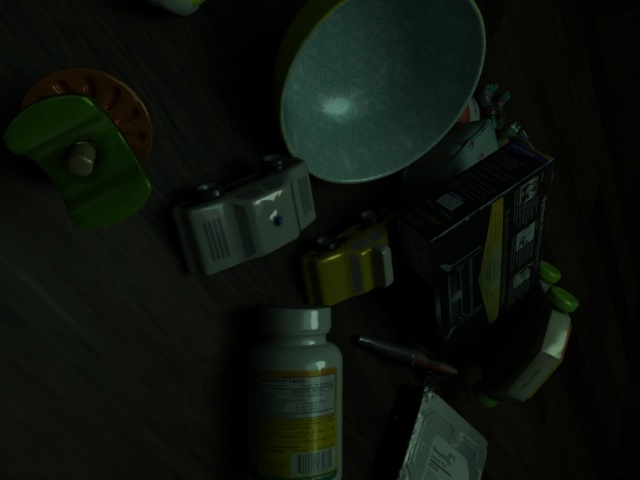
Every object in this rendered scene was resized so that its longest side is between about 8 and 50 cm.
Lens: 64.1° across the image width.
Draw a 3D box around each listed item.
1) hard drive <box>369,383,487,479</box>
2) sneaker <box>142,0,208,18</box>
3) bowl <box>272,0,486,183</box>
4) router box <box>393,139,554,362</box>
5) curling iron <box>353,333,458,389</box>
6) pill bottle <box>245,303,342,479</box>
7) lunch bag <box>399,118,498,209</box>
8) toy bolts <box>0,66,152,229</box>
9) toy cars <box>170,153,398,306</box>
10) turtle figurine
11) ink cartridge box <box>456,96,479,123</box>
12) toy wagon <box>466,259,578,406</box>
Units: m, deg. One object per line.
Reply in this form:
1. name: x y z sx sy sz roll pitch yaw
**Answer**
1. hard drive: 0.172 0.450 0.864 0.237 0.064 0.339 46 54 -28
2. sneaker: -0.083 -0.392 0.562 0.145 0.147 0.384 52 52 -37
3. bowl: 0.053 -0.235 0.683 0.289 0.289 0.156 23 29 -47
4. router box: 0.253 0.027 0.838 0.243 0.081 0.308 -32 135 -16
5. curling iron: 0.150 0.210 0.880 0.274 0.068 0.035 30 28 -40
6. pill bottle: -0.031 0.183 0.616 0.118 0.118 0.208 3 86 -50
7. lunch bag: 0.258 -0.089 0.983 0.279 0.108 0.224 -44 127 -39
8. toy bolts: -0.264 -0.113 0.381 0.218 0.158 0.228 -26 126 -5
9. toy cars: 0.000 0.000 0.661 0.394 0.087 0.176 23 86 -47
10. turtle figurine: 0.428 -0.238 1.190 0.175 0.118 0.234 16 60 -64
11. ink cartridge box: 0.299 -0.322 1.095 0.145 0.045 0.179 11 82 -50
12. toy wagon: 0.399 0.169 1.047 0.267 0.068 0.344 -62 -179 25
